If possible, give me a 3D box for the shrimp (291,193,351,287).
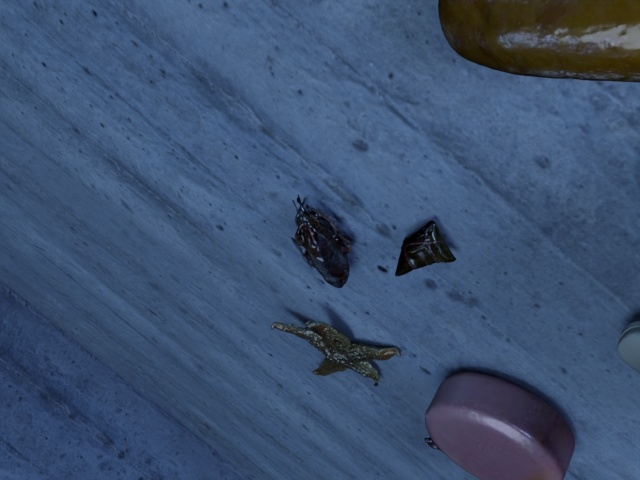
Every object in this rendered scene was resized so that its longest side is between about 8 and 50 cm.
[{"bbox_3d":[0.000,0.001,1.024,0.190,0.075,0.073,55,177,-38],"label":"shrimp"}]

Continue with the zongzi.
[{"bbox_3d":[0.133,0.008,0.924,0.083,0.073,0.067,-31,114,14],"label":"zongzi"}]

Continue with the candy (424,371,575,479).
[{"bbox_3d":[0.293,0.327,1.130,0.255,0.094,0.255,25,147,18],"label":"candy"}]

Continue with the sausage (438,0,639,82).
[{"bbox_3d":[0.217,-0.180,0.537,0.270,0.109,0.109,16,143,36],"label":"sausage"}]

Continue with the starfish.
[{"bbox_3d":[0.019,0.210,1.297,0.231,0.048,0.295,34,152,-14],"label":"starfish"}]

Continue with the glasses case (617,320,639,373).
[{"bbox_3d":[0.456,0.159,0.788,0.204,0.051,0.081,28,148,15],"label":"glasses case"}]
